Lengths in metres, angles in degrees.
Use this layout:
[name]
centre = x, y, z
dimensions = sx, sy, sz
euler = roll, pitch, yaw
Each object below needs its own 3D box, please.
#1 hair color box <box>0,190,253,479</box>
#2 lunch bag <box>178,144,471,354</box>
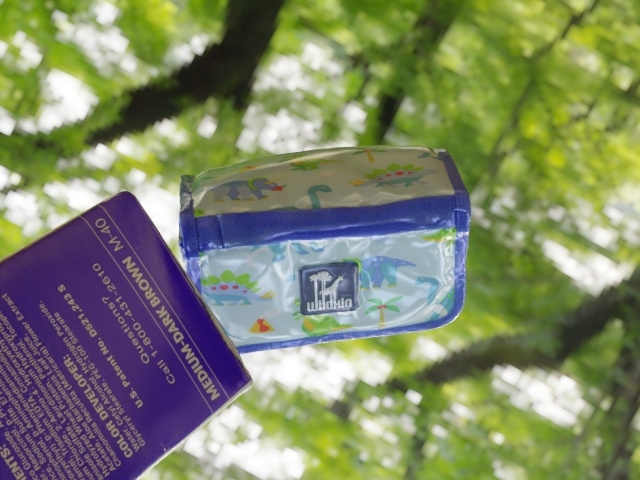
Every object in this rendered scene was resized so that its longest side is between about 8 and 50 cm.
[hair color box]
centre = -0.188, 0.110, 0.689
dimensions = 0.110, 0.185, 0.339
euler = 56, -149, -4
[lunch bag]
centre = 0.000, 0.000, 0.875
dimensions = 0.128, 0.096, 0.151
euler = -7, 173, -3
